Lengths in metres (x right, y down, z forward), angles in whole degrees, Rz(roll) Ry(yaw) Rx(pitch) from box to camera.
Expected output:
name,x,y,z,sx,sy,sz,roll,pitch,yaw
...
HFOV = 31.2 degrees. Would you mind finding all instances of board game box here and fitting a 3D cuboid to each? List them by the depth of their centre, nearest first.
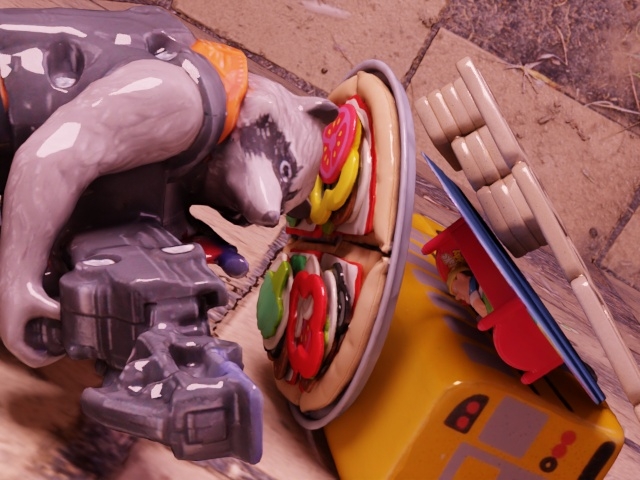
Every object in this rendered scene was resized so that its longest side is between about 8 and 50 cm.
name,x,y,z,sx,sy,sz,roll,pitch,yaw
board game box,0.082,0.029,0.544,0.133,0.033,0.168,57,10,14

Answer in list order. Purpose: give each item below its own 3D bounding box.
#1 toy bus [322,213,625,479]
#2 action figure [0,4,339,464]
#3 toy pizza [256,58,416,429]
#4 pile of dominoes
name,x,y,z,sx,sy,sz,roll,pitch,yaw
toy bus,0.062,0.070,0.689,0.130,0.108,0.333,25,13,-18
action figure,-0.131,-0.043,0.474,0.330,0.179,0.341,2,13,-32
toy pizza,0.000,0.000,0.617,0.032,0.201,0.201,10,17,-16
pile of dominoes,0.123,0.035,0.579,0.251,0.040,0.196,67,12,20
